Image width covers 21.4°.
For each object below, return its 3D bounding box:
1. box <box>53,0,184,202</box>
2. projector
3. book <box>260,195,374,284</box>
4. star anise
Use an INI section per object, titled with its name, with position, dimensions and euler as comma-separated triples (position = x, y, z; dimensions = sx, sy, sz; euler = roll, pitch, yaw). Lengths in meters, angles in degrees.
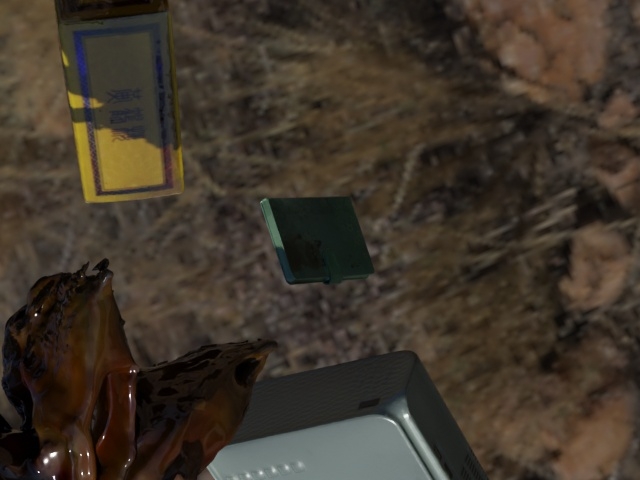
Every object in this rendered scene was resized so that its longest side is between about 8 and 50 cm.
[box]
position = -0.167, -0.203, 1.324
dimensions = 0.192, 0.084, 0.301
euler = 89, 171, -50
[projector]
position = 0.027, 0.232, 1.731
dimensions = 0.250, 0.108, 0.198
euler = -16, 120, 28
[book]
position = 0.000, 0.000, 1.863
dimensions = 0.017, 0.135, 0.103
euler = -30, 72, 39
[star anise]
position = -0.190, 0.122, 1.010
dimensions = 0.148, 0.347, 0.237
euler = -107, 10, -62
